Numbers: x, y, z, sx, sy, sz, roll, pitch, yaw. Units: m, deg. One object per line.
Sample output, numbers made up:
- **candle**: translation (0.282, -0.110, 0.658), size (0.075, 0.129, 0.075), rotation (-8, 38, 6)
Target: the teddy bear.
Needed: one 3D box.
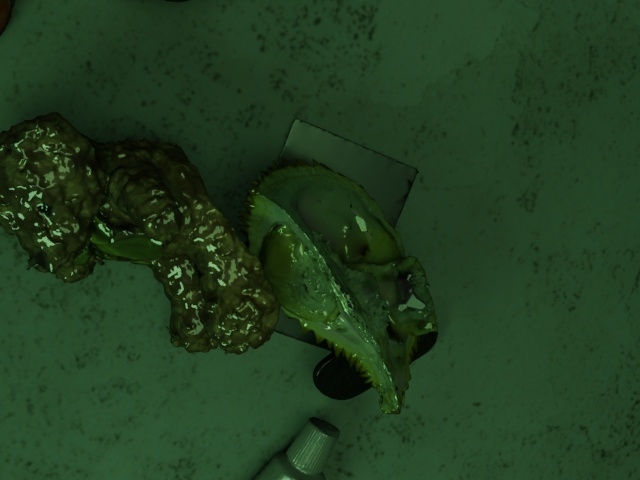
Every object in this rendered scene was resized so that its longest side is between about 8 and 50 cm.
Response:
- **teddy bear**: translation (-0.202, 0.007, 0.966), size (0.222, 0.246, 0.296), rotation (-25, 96, -36)

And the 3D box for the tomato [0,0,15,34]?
- **tomato**: translation (-0.374, -0.262, 0.940), size (0.139, 0.091, 0.159), rotation (2, 102, -13)

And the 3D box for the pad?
- **pad**: translation (0.000, 0.000, 1.127), size (0.170, 0.006, 0.245), rotation (21, 95, -17)

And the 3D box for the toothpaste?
- **toothpaste**: translation (-0.060, 0.339, 1.152), size (0.099, 0.068, 0.282), rotation (32, 102, 13)

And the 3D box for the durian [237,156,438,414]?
- **durian**: translation (0.029, 0.040, 1.050), size (0.172, 0.166, 0.306), rotation (-29, 97, -10)

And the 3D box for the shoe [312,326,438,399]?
- **shoe**: translation (0.059, 0.134, 1.148), size (0.179, 0.049, 0.071), rotation (-22, 122, -27)
